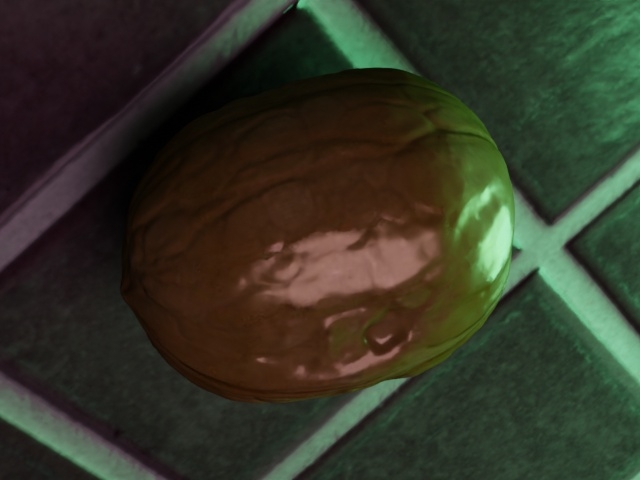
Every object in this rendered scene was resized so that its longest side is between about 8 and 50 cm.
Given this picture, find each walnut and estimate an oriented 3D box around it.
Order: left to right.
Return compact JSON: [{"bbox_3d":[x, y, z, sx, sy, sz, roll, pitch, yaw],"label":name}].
[{"bbox_3d":[0.000,0.000,0.830,0.226,0.193,0.193,-16,130,-19],"label":"walnut"}]
